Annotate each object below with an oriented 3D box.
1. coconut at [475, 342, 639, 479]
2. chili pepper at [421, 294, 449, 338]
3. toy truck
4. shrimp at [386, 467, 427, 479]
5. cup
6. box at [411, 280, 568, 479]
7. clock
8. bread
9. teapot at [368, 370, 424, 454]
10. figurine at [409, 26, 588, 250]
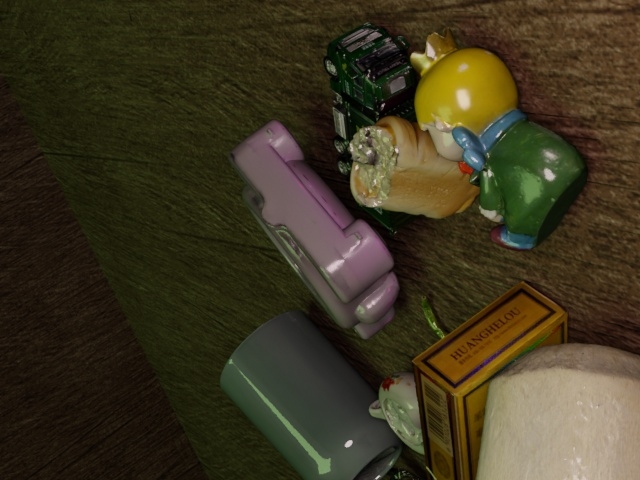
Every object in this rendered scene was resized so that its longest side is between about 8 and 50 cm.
[{"bbox_3d":[0.291,0.257,1.344,0.237,0.237,0.266,125,153,-66],"label":"coconut"},{"bbox_3d":[0.168,0.114,1.754,0.083,0.017,0.030,59,157,-10],"label":"chili pepper"},{"bbox_3d":[0.076,-0.143,1.517,0.121,0.088,0.259,42,154,37],"label":"toy truck"},{"bbox_3d":[0.192,0.407,2.061,0.262,0.051,0.198,31,139,44],"label":"shrimp"},{"bbox_3d":[-0.010,0.300,2.117,0.312,0.205,0.205,46,155,25],"label":"cup"},{"bbox_3d":[0.227,0.223,1.541,0.084,0.193,0.301,38,151,40],"label":"box"},{"bbox_3d":[0.000,0.000,1.754,0.295,0.113,0.322,50,175,26],"label":"clock"},{"bbox_3d":[0.114,-0.085,1.421,0.119,0.177,0.084,-56,33,37],"label":"bread"},{"bbox_3d":[0.150,0.272,1.902,0.145,0.092,0.226,65,158,-10],"label":"teapot"},{"bbox_3d":[0.180,-0.110,1.318,0.234,0.127,0.185,39,161,16],"label":"figurine"}]
